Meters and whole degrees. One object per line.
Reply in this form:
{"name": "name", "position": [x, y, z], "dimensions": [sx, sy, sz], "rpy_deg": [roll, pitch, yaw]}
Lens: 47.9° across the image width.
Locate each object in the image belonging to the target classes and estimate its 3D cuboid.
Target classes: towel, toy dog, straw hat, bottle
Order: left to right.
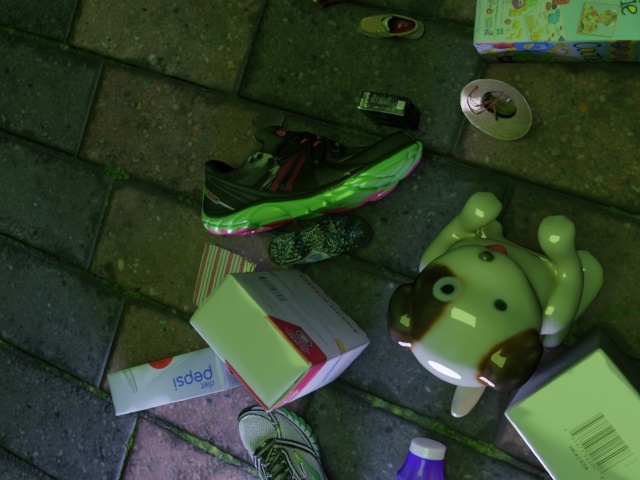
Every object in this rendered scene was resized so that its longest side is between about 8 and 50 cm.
{"name": "towel", "position": [-0.206, 0.090, 1.526], "dimensions": [0.197, 0.029, 0.144], "rpy_deg": [20, 96, 52]}
{"name": "bottle", "position": [0.177, 0.519, 1.364], "dimensions": [0.118, 0.092, 0.282], "rpy_deg": [13, 93, 23]}
{"name": "toy dog", "position": [0.255, 0.110, 1.177], "dimensions": [0.285, 0.408, 0.395], "rpy_deg": [35, 100, 20]}
{"name": "straw hat", "position": [0.338, -0.260, 1.337], "dimensions": [0.145, 0.144, 0.061], "rpy_deg": [30, 59, 20]}

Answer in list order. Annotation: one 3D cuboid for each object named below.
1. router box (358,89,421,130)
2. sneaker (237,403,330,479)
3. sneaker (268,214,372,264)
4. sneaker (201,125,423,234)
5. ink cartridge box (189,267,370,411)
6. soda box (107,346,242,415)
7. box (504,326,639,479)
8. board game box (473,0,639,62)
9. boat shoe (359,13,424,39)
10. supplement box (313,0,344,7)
{"name": "router box", "position": [0.135, -0.249, 1.389], "dimensions": [0.092, 0.122, 0.038], "rpy_deg": [13, 89, 21]}
{"name": "sneaker", "position": [-0.053, 0.471, 1.429], "dimensions": [0.134, 0.146, 0.343], "rpy_deg": [-44, 73, 15]}
{"name": "sneaker", "position": [0.000, 0.000, 1.463], "dimensions": [0.211, 0.081, 0.080], "rpy_deg": [-11, 83, 3]}
{"name": "sneaker", "position": [-0.038, -0.142, 1.423], "dimensions": [0.483, 0.185, 0.202], "rpy_deg": [-13, 88, 20]}
{"name": "ink cartridge box", "position": [-0.065, 0.173, 1.357], "dimensions": [0.226, 0.306, 0.131], "rpy_deg": [45, 104, 17]}
{"name": "soda box", "position": [-0.316, 0.301, 1.567], "dimensions": [0.286, 0.091, 0.098], "rpy_deg": [-16, 82, 20]}
{"name": "box", "position": [0.440, 0.281, 1.131], "dimensions": [0.168, 0.345, 0.215], "rpy_deg": [-40, 75, 16]}
{"name": "board game box", "position": [0.424, -0.398, 1.268], "dimensions": [0.276, 0.142, 0.144], "rpy_deg": [6, 90, 22]}
{"name": "boat shoe", "position": [0.137, -0.430, 1.434], "dimensions": [0.136, 0.045, 0.050], "rpy_deg": [8, 91, 22]}
{"name": "supplement box", "position": [0.027, -0.520, 1.482], "dimensions": [0.083, 0.043, 0.054], "rpy_deg": [-12, 83, 20]}
